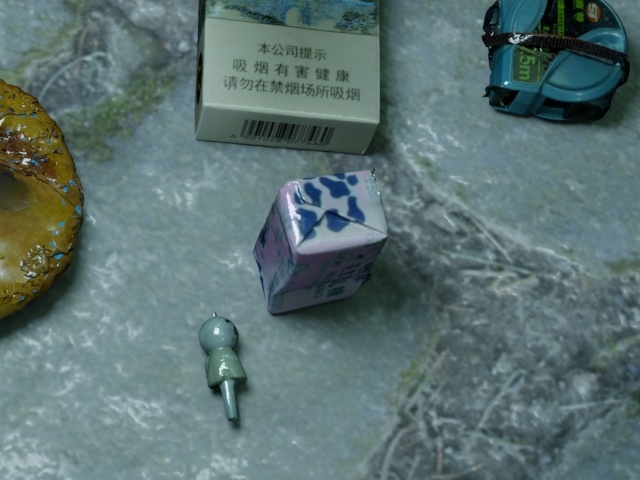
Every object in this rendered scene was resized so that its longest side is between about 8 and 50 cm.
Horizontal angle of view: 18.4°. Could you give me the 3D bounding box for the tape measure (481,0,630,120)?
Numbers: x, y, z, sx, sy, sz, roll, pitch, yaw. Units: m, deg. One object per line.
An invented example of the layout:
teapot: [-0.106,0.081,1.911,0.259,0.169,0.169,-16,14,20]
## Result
tape measure: [0.224,-0.181,1.879,0.146,0.081,0.125,10,67,-8]

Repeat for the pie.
pie: [-0.328,-0.045,1.703,0.273,0.069,0.273,5,65,-11]

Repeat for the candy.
candy: [0.000,0.000,1.701,0.092,0.160,0.073,-10,71,-15]

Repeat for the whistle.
whistle: [-0.083,0.107,1.703,0.035,0.035,0.100,-6,68,-15]

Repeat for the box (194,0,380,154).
box: [-0.030,-0.213,1.846,0.164,0.069,0.256,5,64,-10]
